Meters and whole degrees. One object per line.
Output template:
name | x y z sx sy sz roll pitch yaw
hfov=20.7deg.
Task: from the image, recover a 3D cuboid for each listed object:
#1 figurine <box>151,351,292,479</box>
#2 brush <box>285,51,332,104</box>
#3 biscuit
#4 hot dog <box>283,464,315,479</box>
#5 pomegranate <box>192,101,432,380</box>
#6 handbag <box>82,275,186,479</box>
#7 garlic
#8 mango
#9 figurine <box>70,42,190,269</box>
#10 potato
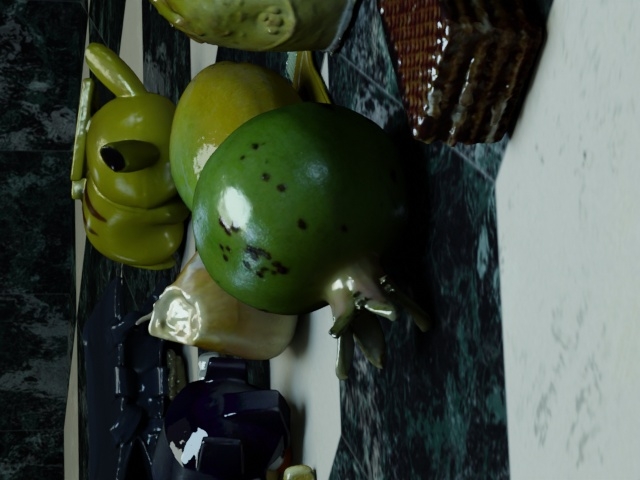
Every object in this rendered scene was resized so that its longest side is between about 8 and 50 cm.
figurine | -0.105 0.252 1.834 0.308 0.143 0.308 53 154 41
brush | -0.006 -0.152 1.711 0.218 0.010 0.082 -112 27 -54
biscuit | 0.085 -0.188 1.226 0.106 0.070 0.252 107 159 -46
hot dog | -0.024 0.262 1.731 0.034 0.030 0.090 -134 47 -72
pomegranate | 0.000 0.000 1.397 0.224 0.181 0.181 59 153 23
handbag | -0.267 0.231 2.519 0.329 0.122 0.303 126 143 -68
garlic | -0.104 0.061 1.792 0.245 0.164 0.145 156 96 -81
mango | -0.067 -0.066 1.681 0.156 0.114 0.251 -40 46 17
figurine | -0.256 -0.106 2.382 0.327 0.169 0.218 108 153 -53
potato | -0.067 -0.315 1.592 0.246 0.196 0.300 -121 35 -62
